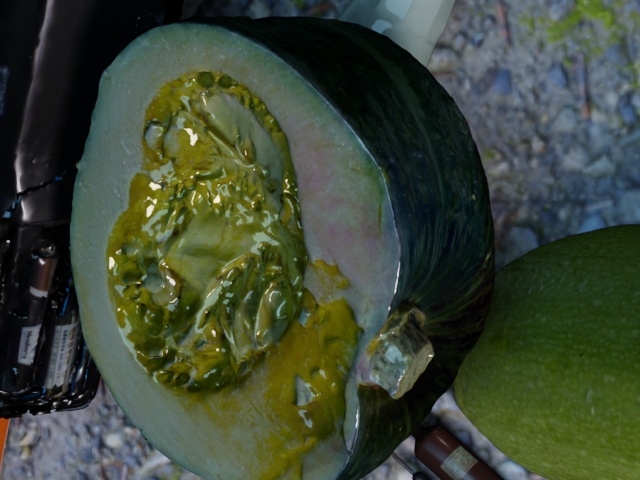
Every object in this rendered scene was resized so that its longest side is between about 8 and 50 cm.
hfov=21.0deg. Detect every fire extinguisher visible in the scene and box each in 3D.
[{"bbox_3d":[0.106,0.174,1.163,0.173,0.035,0.049,41,141,16],"label":"fire extinguisher"}]

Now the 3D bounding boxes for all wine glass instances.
[{"bbox_3d":[0.073,-0.183,1.159,0.073,0.073,0.155,34,97,18],"label":"wine glass"}]

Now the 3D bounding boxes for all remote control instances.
[{"bbox_3d":[-0.170,-0.047,1.145,0.062,0.144,0.399,43,130,43],"label":"remote control"}]

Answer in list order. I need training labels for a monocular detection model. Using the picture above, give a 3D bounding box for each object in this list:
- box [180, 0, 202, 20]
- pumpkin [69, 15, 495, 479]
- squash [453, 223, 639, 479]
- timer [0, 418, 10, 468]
[{"bbox_3d":[-0.258,-0.139,1.247,0.225,0.143,0.341,40,104,17],"label":"box"},{"bbox_3d":[0.000,0.000,1.099,0.263,0.197,0.293,35,124,27],"label":"pumpkin"},{"bbox_3d":[0.235,0.083,1.117,0.260,0.189,0.189,3,91,57],"label":"squash"},{"bbox_3d":[-0.385,0.202,1.313,0.257,0.161,0.250,13,109,20],"label":"timer"}]
